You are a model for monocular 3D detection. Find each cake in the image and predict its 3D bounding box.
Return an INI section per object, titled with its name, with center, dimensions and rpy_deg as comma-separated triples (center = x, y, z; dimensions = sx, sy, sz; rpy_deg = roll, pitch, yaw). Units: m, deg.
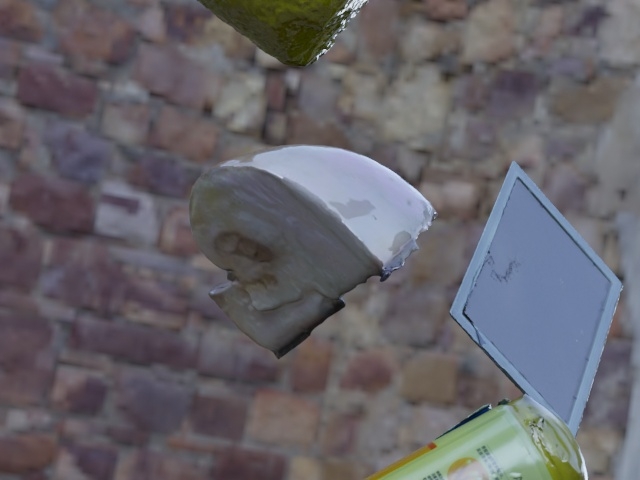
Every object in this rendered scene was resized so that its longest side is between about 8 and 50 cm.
[cake]
center = 0.013, -0.259, 1.399
dimensions = 0.156, 0.260, 0.179
rpy_deg = 34, -49, -1

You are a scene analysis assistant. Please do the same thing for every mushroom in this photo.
[mushroom]
center = -0.010, -0.026, 1.687
dimensions = 0.173, 0.162, 0.236
rpy_deg = 50, -40, -1

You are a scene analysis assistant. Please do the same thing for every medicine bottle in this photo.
[medicine bottle]
center = 0.110, 0.225, 1.549
dimensions = 0.239, 0.124, 0.124
rpy_deg = -29, -4, -7

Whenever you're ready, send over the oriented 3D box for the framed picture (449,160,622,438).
[framed picture]
center = 0.244, 0.066, 2.071
dimensions = 0.016, 0.273, 0.216
rpy_deg = -28, -67, 39
